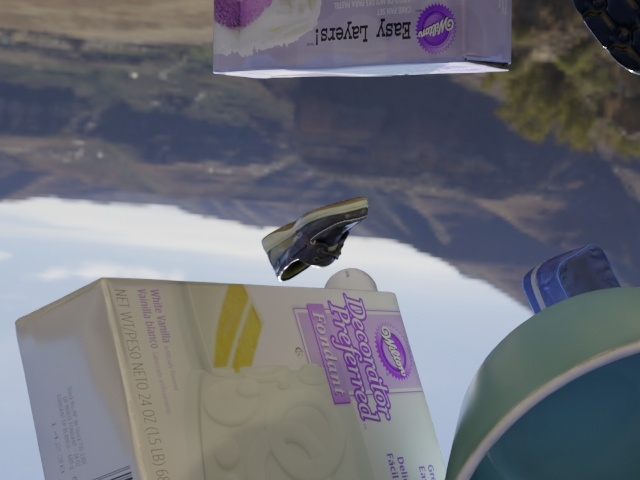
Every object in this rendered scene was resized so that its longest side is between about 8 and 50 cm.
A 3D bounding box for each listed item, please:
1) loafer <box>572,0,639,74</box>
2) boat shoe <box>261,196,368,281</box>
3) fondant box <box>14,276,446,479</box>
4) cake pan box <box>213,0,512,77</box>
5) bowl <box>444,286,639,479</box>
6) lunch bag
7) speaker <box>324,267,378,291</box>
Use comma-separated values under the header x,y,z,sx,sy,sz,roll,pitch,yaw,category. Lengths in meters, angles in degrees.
x,y,z,sx,sy,sz,roll,pitch,yaw,category
0.163,-0.201,0.724,0.078,0.223,0.076,-26,173,-46,loafer
0.000,0.000,1.070,0.056,0.049,0.152,-14,173,-31,boat shoe
-0.040,0.155,0.845,0.096,0.238,0.330,-25,162,32,fondant box
0.030,-0.247,0.892,0.267,0.246,0.070,6,-171,41,cake pan box
0.217,0.158,0.836,0.311,0.312,0.163,3,-154,-9,bowl
0.238,0.059,1.103,0.067,0.098,0.065,-24,179,-29,lunch bag
0.038,0.081,1.124,0.055,0.055,0.136,3,-153,-10,speaker
